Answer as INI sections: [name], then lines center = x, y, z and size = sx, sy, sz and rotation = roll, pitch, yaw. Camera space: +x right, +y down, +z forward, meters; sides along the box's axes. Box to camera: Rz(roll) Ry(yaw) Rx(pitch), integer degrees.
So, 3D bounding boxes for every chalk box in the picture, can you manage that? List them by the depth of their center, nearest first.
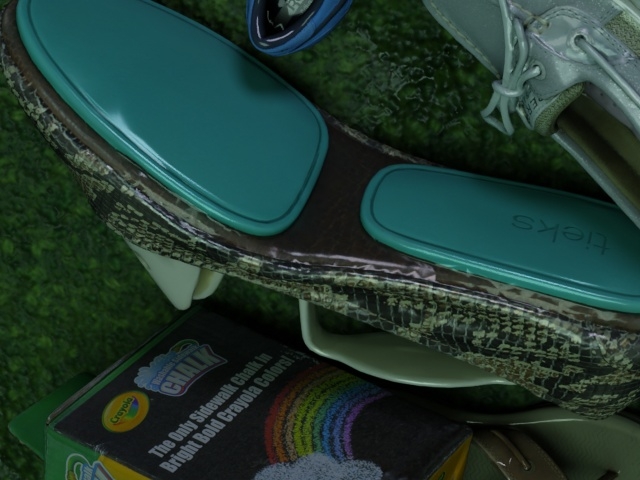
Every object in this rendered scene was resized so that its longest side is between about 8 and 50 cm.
[chalk box]
center = -0.074, 0.178, 1.090
size = 0.289, 0.180, 0.179
rotation = 22, 125, 24

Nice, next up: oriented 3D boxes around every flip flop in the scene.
[flip flop]
center = 0.115, 0.161, 1.115
size = 0.277, 0.080, 0.112
rotation = 10, 113, 11

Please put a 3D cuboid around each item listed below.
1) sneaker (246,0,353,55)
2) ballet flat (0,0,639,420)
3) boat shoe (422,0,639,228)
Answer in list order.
[sneaker]
center = 0.014, -0.204, 0.989
size = 0.069, 0.082, 0.209
rotation = 30, 113, 4
[ballet flat]
center = 0.000, 0.000, 1.050
size = 0.482, 0.164, 0.182
rotation = 23, 134, 3
[boat shoe]
center = 0.178, -0.066, 0.956
size = 0.320, 0.118, 0.103
rotation = 42, 74, 4
